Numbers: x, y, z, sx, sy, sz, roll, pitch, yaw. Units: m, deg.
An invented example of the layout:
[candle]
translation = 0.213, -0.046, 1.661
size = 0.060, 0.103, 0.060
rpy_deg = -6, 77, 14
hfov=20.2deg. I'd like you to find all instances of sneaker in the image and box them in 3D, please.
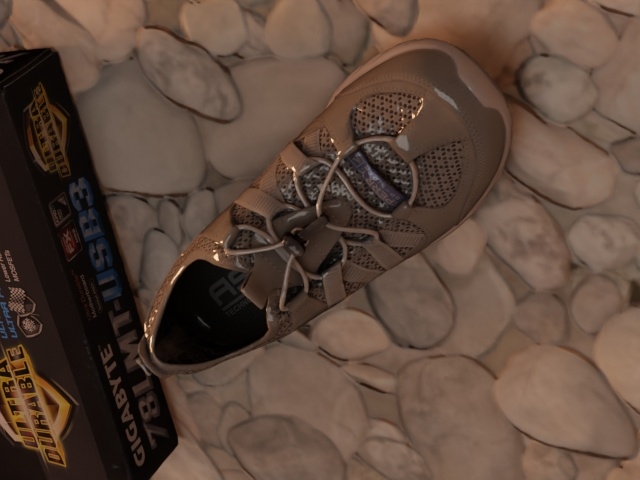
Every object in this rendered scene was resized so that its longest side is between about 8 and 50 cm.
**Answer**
[sneaker]
translation = 0.000, 0.000, 1.005
size = 0.105, 0.115, 0.281
rpy_deg = 44, 128, -3

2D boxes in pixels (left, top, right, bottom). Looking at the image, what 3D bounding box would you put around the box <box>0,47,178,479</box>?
[box]
translation = -0.267, 0.028, 1.187
size = 0.293, 0.073, 0.295
rpy_deg = -2, 117, 27
